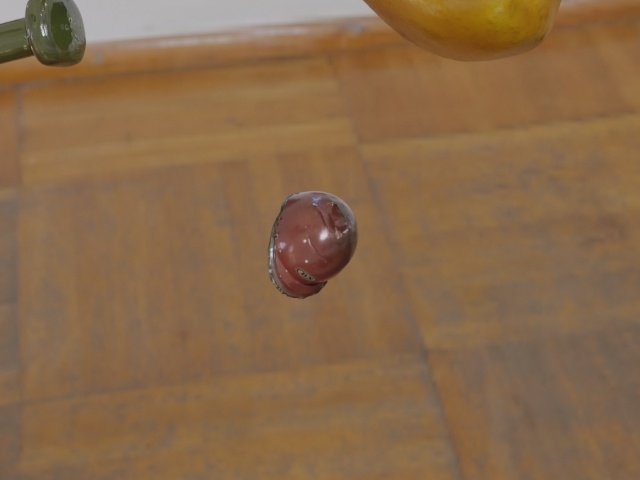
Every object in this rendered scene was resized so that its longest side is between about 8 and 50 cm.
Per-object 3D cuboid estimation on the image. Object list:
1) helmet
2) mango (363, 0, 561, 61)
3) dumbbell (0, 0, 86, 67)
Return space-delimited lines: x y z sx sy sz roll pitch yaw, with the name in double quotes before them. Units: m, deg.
"helmet" 0.000 0.001 1.285 0.049 0.065 0.084 -10 60 48
"mango" 0.073 -0.185 1.065 0.126 0.154 0.252 -30 31 5
"dumbbell" -0.201 -0.117 1.055 0.118 0.046 0.052 -11 4 22
